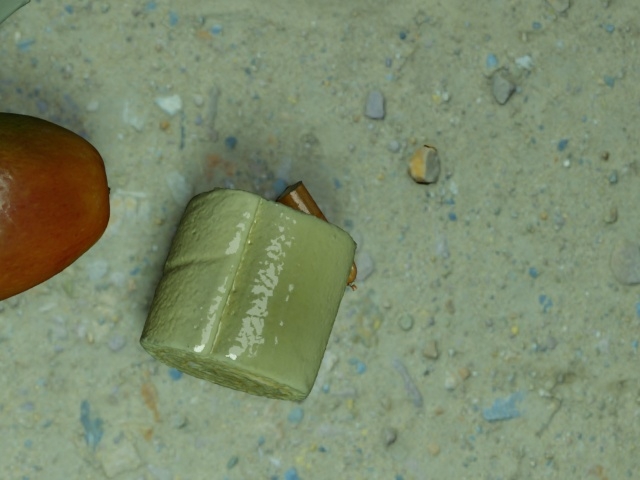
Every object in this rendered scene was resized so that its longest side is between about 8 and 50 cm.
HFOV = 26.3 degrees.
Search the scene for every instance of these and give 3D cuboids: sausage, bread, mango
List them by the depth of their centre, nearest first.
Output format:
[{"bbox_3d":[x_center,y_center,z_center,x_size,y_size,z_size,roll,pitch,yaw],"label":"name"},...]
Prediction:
[{"bbox_3d":[-0.301,-0.010,1.039,0.289,0.129,0.146,-22,107,-10],"label":"mango"},{"bbox_3d":[-0.059,0.045,1.115,0.148,0.134,0.141,26,74,-27],"label":"bread"},{"bbox_3d":[0.000,0.000,1.192,0.031,0.031,0.107,-36,100,-18],"label":"sausage"}]

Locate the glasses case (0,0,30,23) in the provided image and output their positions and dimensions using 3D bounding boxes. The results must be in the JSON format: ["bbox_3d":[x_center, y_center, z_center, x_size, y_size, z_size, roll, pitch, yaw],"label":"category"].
[{"bbox_3d":[-0.336,-0.138,0.988,0.083,0.128,0.308,22,50,16],"label":"glasses case"}]
